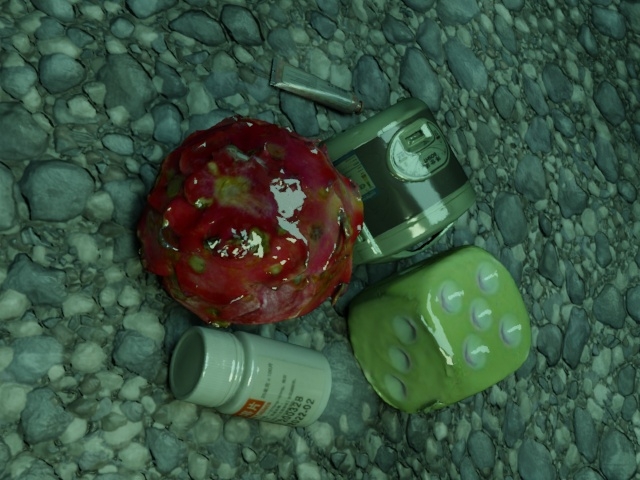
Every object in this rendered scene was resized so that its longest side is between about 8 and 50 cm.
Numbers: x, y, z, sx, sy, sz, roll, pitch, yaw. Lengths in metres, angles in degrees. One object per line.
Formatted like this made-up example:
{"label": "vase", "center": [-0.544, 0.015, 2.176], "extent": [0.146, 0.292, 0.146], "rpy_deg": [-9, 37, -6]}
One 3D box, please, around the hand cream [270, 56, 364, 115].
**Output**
{"label": "hand cream", "center": [-0.007, -0.301, 2.073], "extent": [0.209, 0.043, 0.067], "rpy_deg": [20, 61, -25]}

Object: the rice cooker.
{"label": "rice cooker", "center": [0.131, -0.103, 1.956], "extent": [0.288, 0.288, 0.277], "rpy_deg": [-31, 94, -40]}

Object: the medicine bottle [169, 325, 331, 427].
{"label": "medicine bottle", "center": [-0.116, 0.227, 1.736], "extent": [0.252, 0.144, 0.144], "rpy_deg": [20, 63, -33]}

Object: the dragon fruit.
{"label": "dragon fruit", "center": [-0.107, -0.050, 1.712], "extent": [0.386, 0.249, 0.371], "rpy_deg": [31, 66, 6]}

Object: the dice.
{"label": "dice", "center": [0.218, 0.165, 1.943], "extent": [0.254, 0.252, 0.250], "rpy_deg": [-25, 89, -38]}
